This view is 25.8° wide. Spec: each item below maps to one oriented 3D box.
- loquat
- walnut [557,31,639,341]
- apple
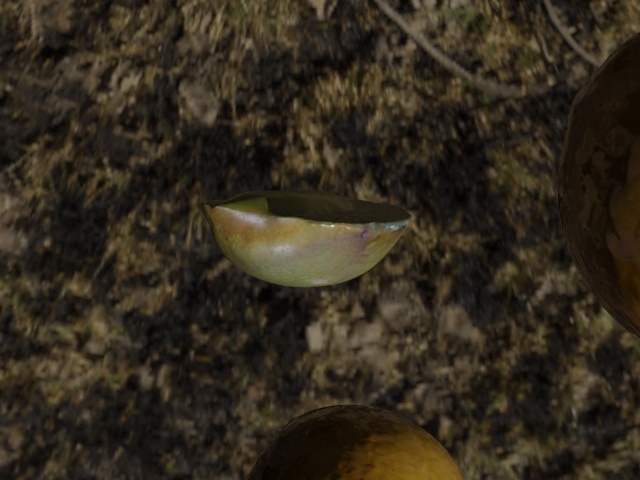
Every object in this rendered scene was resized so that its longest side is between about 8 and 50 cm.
[{"bbox_3d":[0.018,0.154,0.733,0.141,0.141,0.141,0,120,-1],"label":"loquat"},{"bbox_3d":[0.264,-0.004,0.724,0.297,0.203,0.203,33,115,-3],"label":"walnut"},{"bbox_3d":[0.000,0.000,1.670,0.193,0.265,0.120,8,99,29],"label":"apple"}]
